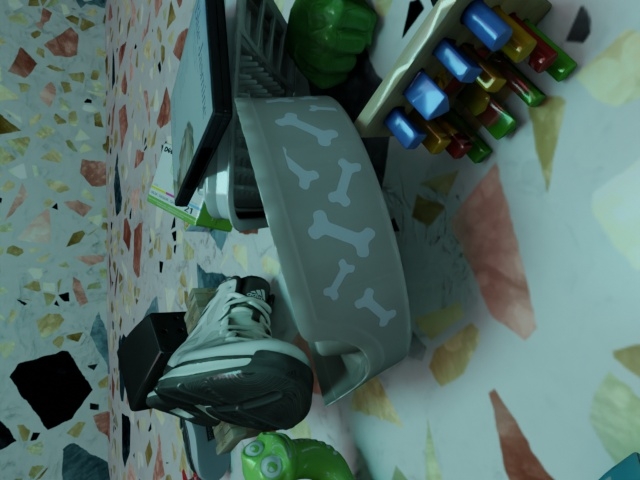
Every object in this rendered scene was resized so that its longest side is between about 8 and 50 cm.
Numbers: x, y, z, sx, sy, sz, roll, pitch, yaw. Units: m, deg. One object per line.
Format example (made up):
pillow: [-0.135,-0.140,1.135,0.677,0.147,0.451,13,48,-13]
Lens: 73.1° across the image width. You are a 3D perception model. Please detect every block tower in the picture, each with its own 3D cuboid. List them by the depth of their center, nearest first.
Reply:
block tower: [-0.203,0.259,0.912,0.091,0.097,0.336,-57,45,36]

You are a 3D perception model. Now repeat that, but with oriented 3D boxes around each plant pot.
plant pot: [-0.373,0.281,1.072,0.188,0.187,0.167,53,125,38]

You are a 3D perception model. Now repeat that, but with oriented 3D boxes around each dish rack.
dish rack: [-0.108,-0.186,0.658,0.285,0.072,0.334,-26,-60,-80]

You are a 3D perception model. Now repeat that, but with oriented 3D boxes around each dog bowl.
dog bowl: [0.000,0.000,0.499,0.349,0.102,0.350,163,90,-85]

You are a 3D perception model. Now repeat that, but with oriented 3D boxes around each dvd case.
dvd case: [-0.158,-0.170,0.542,0.253,0.022,0.181,-33,60,58]

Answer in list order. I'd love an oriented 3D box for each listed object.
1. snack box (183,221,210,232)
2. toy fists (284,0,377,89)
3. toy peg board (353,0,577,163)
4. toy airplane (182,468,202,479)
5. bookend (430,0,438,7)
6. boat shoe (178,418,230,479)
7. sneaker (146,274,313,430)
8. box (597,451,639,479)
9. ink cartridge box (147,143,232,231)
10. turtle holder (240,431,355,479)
snack box: [-0.283,-0.147,1.050,0.174,0.070,0.207,-33,62,47]
toy fists: [0.036,-0.353,0.597,0.279,0.096,0.142,-67,31,30]
toy peg board: [0.142,-0.140,0.398,0.079,0.160,0.161,54,132,19]
toy airplane: [-0.336,0.630,1.139,0.151,0.028,0.152,-6,83,55]
bookend: [0.173,-0.323,0.421,0.156,0.072,0.158,-30,66,50]
boat shoe: [-0.279,0.387,0.996,0.104,0.113,0.307,-8,94,44]
sneaker: [-0.135,0.142,0.679,0.447,0.169,0.258,-31,34,52]
box: [0.249,0.247,0.224,0.244,0.060,0.101,41,111,21]
ink cartridge box: [-0.235,-0.169,0.888,0.188,0.097,0.256,23,96,36]
turtle holder: [-0.001,0.419,0.510,0.243,0.227,0.321,14,101,54]
